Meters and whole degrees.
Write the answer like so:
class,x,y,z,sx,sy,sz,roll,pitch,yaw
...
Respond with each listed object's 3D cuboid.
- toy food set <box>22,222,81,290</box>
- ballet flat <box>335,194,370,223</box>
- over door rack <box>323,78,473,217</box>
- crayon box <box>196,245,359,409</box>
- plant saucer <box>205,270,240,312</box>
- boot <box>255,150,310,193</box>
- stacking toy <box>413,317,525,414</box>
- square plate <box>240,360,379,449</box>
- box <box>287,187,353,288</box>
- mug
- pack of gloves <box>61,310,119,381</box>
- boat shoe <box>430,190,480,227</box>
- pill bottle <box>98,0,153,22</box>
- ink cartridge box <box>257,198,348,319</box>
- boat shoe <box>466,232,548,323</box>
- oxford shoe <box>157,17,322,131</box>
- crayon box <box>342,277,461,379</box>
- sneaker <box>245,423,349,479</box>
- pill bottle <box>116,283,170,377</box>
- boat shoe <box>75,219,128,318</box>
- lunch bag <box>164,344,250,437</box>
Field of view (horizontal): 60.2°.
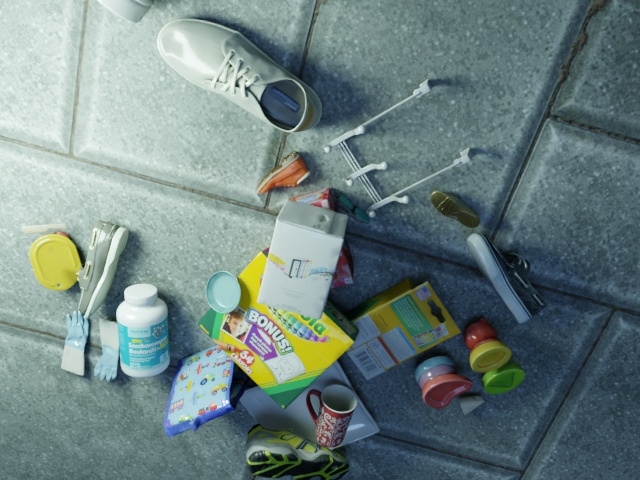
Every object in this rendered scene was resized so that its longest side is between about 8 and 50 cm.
class,x,y,z,sx,sy,sz,roll,pitch,yaw
toy food set,-0.782,0.037,1.629,0.128,0.071,0.217,-13,115,-17
ballet flat,0.087,-0.081,1.543,0.114,0.041,0.041,39,109,-12
over door rack,0.203,-0.229,1.435,0.324,0.108,0.239,-30,108,14
crayon box,-0.124,0.252,1.603,0.363,0.106,0.313,44,110,3
plant saucer,-0.270,0.145,1.561,0.120,0.021,0.119,1,91,26
boot,-0.104,-0.164,1.507,0.158,0.059,0.084,-36,111,15
stacking toy,0.456,0.391,1.700,0.309,0.130,0.280,-38,131,19
square plate,-0.035,0.547,1.785,0.348,0.049,0.344,-25,113,13
box,0.000,0.000,1.530,0.128,0.122,0.256,-14,111,10
mug,0.033,0.535,1.711,0.113,0.150,0.169,-12,126,-34
pack of gloves,-0.721,0.332,1.763,0.195,0.046,0.231,17,109,9
boat shoe,0.370,-0.091,1.519,0.153,0.048,0.056,29,123,-1
pill bottle,-0.370,-0.684,1.232,0.204,0.204,0.361,43,109,-13
ink cartridge box,-0.043,0.043,1.391,0.168,0.171,0.232,16,113,-1
boat shoe,0.527,0.087,1.552,0.119,0.121,0.335,-36,117,8
oxford shoe,-0.199,-0.410,1.375,0.450,0.130,0.169,29,112,-7
crayon box,0.222,0.255,1.642,0.323,0.083,0.203,-30,107,15
sneaker,-0.063,0.670,1.751,0.385,0.147,0.145,29,112,-32
pill bottle,-0.531,0.267,1.658,0.146,0.146,0.263,4,112,2
boat shoe,-0.654,0.084,1.615,0.091,0.109,0.304,24,105,-6
lunch bag,-0.337,0.447,1.640,0.221,0.293,0.138,-23,108,13
